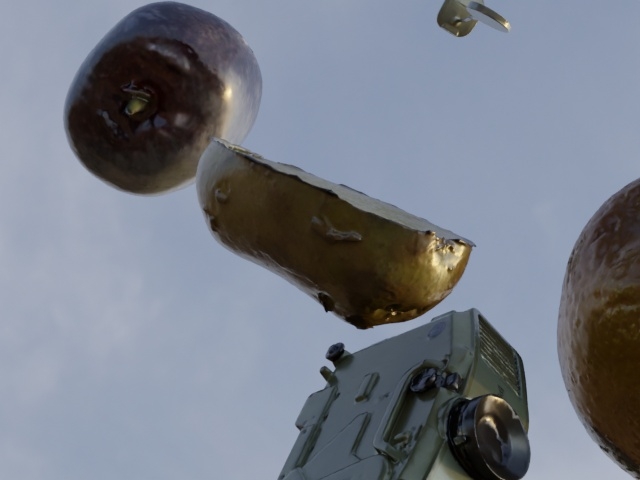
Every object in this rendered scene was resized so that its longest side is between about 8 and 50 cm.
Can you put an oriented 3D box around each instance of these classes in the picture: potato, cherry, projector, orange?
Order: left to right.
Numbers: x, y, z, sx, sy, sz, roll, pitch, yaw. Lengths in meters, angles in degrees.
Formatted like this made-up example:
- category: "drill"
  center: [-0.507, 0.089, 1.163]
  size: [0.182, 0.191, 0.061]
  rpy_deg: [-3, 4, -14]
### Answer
- category: "cherry"
  center: [-0.194, -0.176, 2.005]
  size: [0.218, 0.255, 0.296]
  rpy_deg: [35, 13, 16]
- category: "potato"
  center: [0.000, 0.000, 1.044]
  size: [0.200, 0.081, 0.164]
  rpy_deg: [27, 8, 36]
- category: "projector"
  center: [0.046, 0.158, 1.092]
  size: [0.193, 0.269, 0.088]
  rpy_deg: [-25, -66, 37]
- category: "orange"
  center: [0.311, 0.069, 1.207]
  size: [0.274, 0.274, 0.274]
  rpy_deg: [10, -34, 7]

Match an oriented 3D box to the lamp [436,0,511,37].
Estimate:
- category: "lamp"
  center: [0.167, -0.245, 1.672]
  size: [0.050, 0.056, 0.198]
  rpy_deg: [32, 1, -11]
